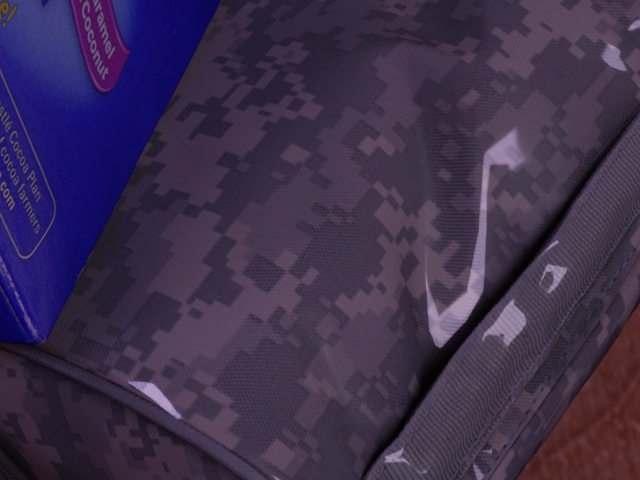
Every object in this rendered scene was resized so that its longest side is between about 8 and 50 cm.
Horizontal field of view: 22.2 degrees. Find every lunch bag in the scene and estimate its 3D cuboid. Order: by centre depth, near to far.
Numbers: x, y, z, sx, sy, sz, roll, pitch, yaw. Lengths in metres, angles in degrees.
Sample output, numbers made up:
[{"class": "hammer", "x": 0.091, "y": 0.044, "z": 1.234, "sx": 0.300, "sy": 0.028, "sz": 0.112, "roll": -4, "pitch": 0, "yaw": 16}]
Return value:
[{"class": "lunch bag", "x": 0.000, "y": 0.000, "z": 0.603, "sx": 0.305, "sy": 0.256, "sz": 0.213, "roll": -49, "pitch": 122, "yaw": -26}]

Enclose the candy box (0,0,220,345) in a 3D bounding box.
[{"class": "candy box", "x": -0.108, "y": -0.175, "z": 0.488, "sx": 0.268, "sy": 0.122, "sz": 0.317, "roll": 75, "pitch": 30, "yaw": -44}]
